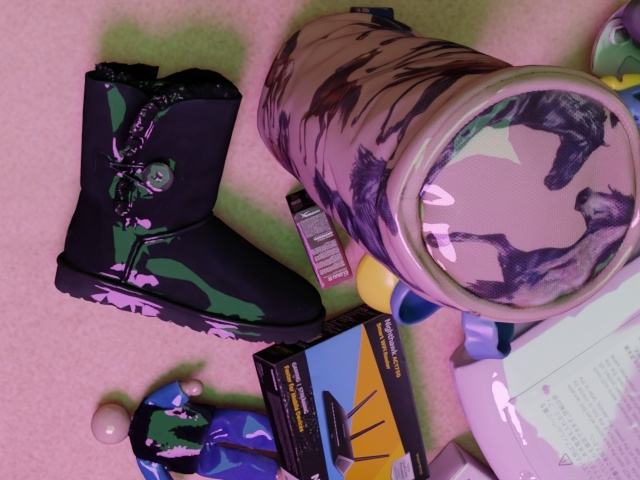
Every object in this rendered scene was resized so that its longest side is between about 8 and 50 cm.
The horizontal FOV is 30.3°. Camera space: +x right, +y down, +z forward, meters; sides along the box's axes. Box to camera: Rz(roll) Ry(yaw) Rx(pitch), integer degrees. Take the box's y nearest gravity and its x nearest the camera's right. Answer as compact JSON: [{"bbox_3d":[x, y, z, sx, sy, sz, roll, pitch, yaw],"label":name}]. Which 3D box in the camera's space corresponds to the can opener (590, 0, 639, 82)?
[{"bbox_3d":[0.360,-0.120,1.050,0.280,0.093,0.074,27,100,-20],"label":"can opener"}]

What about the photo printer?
[{"bbox_3d":[0.290,0.131,1.092,0.307,0.107,0.256,-35,101,2],"label":"photo printer"}]

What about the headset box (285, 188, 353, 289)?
[{"bbox_3d":[0.000,0.000,1.043,0.032,0.062,0.083,-23,108,0],"label":"headset box"}]

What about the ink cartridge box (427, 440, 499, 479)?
[{"bbox_3d":[0.151,0.275,1.152,0.135,0.056,0.099,39,97,-17],"label":"ink cartridge box"}]

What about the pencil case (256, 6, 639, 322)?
[{"bbox_3d":[0.081,-0.073,0.851,0.184,0.410,0.159,-24,111,-8],"label":"pencil case"}]

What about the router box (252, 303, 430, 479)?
[{"bbox_3d":[0.022,0.161,1.080,0.133,0.046,0.178,-23,111,-27],"label":"router box"}]

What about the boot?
[{"bbox_3d":[-0.094,-0.033,1.001,0.247,0.094,0.207,14,108,-6],"label":"boot"}]

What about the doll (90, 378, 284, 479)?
[{"bbox_3d":[-0.119,0.188,1.092,0.189,0.046,0.129,14,103,-12],"label":"doll"}]

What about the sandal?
[{"bbox_3d":[0.190,-0.011,1.011,0.317,0.138,0.126,-41,150,6],"label":"sandal"}]
